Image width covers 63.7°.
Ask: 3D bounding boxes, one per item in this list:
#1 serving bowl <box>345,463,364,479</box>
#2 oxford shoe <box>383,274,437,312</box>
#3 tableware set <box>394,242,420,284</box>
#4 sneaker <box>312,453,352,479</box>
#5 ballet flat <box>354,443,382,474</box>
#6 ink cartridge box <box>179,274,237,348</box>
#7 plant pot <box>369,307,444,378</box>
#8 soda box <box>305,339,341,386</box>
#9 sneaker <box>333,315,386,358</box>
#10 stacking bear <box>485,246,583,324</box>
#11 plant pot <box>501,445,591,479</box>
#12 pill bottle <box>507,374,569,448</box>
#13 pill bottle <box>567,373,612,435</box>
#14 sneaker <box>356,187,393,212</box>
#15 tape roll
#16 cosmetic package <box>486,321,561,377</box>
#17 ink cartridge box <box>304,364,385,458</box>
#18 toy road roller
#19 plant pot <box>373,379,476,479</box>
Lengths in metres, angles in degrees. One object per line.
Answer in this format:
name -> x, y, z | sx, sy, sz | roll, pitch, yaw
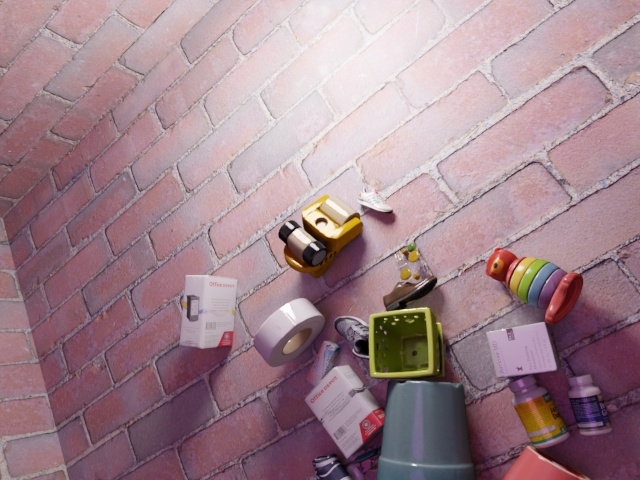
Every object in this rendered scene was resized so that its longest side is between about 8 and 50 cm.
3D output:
serving bowl -> 0.124, 0.890, 1.945 | 0.083, 0.027, 0.083 | -4, 81, 29
oxford shoe -> 0.325, 0.180, 1.906 | 0.227, 0.083, 0.096 | -32, 60, 18
tableware set -> 0.333, 0.086, 1.917 | 0.104, 0.024, 0.154 | -38, 42, 29
sneaker -> -0.004, 0.932, 1.972 | 0.282, 0.099, 0.153 | -48, 56, 21
ballet flat -> 0.223, 0.790, 1.886 | 0.221, 0.077, 0.079 | -41, 84, 23
ink cartridge box -> -0.486, 0.311, 2.253 | 0.131, 0.226, 0.306 | -2, 81, 28
plant pot -> 0.311, 0.375, 1.794 | 0.228, 0.207, 0.227 | -10, 65, 27
soda box -> 0.013, 0.490, 2.047 | 0.063, 0.058, 0.183 | 27, 97, 29
sneaker -> 0.141, 0.364, 1.938 | 0.269, 0.153, 0.101 | 28, 96, 29
stacking bear -> 0.675, 0.123, 1.677 | 0.289, 0.164, 0.175 | 32, 112, 39
plant pot -> 0.667, 0.778, 1.544 | 0.275, 0.275, 0.243 | 24, 85, 30
pill bottle -> 0.684, 0.537, 1.633 | 0.118, 0.118, 0.208 | -31, 69, 22
pill bottle -> 0.817, 0.500, 1.577 | 0.094, 0.094, 0.169 | -18, 75, 26
sneaker -> 0.219, -0.160, 2.025 | 0.161, 0.057, 0.075 | 24, 100, 32
tape roll -> -0.119, 0.360, 2.009 | 0.100, 0.286, 0.286 | 46, 105, 27
cosmetic package -> 0.654, 0.351, 1.656 | 0.184, 0.151, 0.151 | -17, 74, 26
ink cartridge box -> 0.101, 0.638, 1.944 | 0.197, 0.114, 0.273 | -49, 64, 15
toy road roller -> 0.000, 0.000, 2.074 | 0.330, 0.240, 0.202 | -38, 60, -22
plant pot -> 0.349, 0.638, 1.704 | 0.341, 0.341, 0.333 | -6, 71, 28
